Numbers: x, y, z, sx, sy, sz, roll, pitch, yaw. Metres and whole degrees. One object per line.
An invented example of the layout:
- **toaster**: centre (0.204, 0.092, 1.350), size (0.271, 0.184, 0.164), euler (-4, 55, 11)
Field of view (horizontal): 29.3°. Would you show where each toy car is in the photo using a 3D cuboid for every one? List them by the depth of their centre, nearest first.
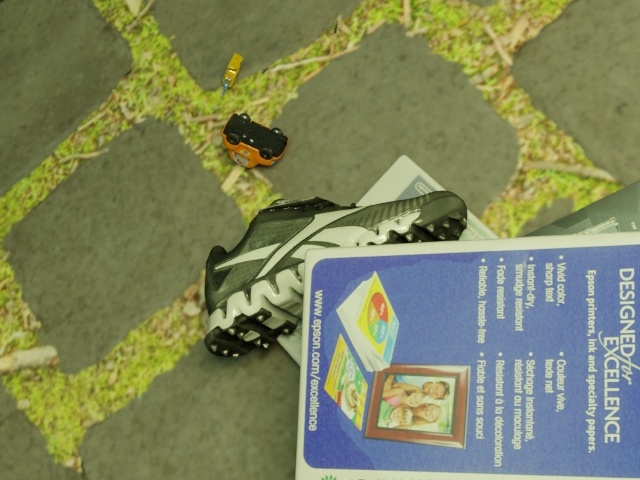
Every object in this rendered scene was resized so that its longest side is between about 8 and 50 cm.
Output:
- **toy car**: centre (-0.061, -0.111, 1.107), size (0.041, 0.060, 0.122), euler (115, 161, -45)

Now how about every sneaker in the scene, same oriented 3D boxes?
- **sneaker**: centre (0.000, 0.000, 0.960), size (0.234, 0.078, 0.106), euler (-27, 60, 19)

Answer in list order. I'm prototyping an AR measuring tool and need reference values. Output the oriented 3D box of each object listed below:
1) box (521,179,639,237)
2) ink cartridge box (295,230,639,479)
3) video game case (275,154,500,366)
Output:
- **box**: centre (0.199, 0.096, 0.830), size (0.183, 0.059, 0.233), euler (-28, 68, 17)
- **ink cartridge box**: centre (0.129, 0.150, 0.780), size (0.307, 0.072, 0.304), euler (-2, 76, 23)
- **video game case**: centre (0.067, 0.055, 0.960), size (0.183, 0.023, 0.201), euler (-47, 55, 3)
